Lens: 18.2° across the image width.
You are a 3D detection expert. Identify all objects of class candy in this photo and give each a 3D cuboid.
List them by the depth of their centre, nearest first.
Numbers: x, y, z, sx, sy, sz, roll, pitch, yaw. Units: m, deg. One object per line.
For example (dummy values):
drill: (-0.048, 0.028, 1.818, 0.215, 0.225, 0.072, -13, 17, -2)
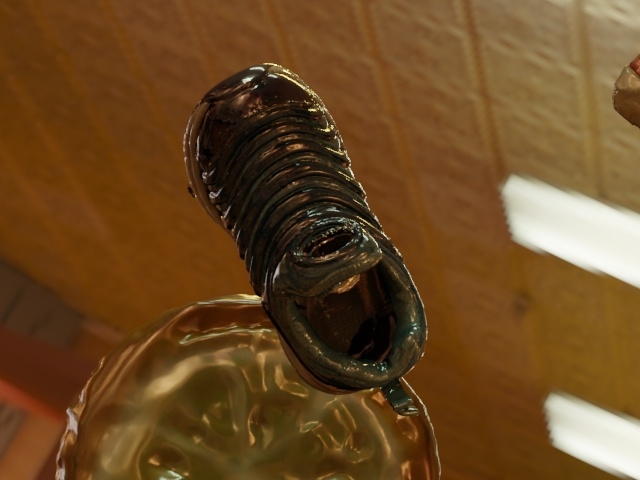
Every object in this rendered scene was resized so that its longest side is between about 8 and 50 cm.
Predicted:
candy: (-0.048, 0.161, 1.313, 0.260, 0.260, 0.118, 29, -21, -1)

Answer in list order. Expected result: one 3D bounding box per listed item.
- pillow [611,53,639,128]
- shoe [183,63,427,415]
pillow: (0.275, -0.041, 1.117, 0.229, 0.128, 0.051, 47, -10, -4)
shoe: (0.000, 0.000, 1.094, 0.207, 0.091, 0.106, 63, -13, -17)
